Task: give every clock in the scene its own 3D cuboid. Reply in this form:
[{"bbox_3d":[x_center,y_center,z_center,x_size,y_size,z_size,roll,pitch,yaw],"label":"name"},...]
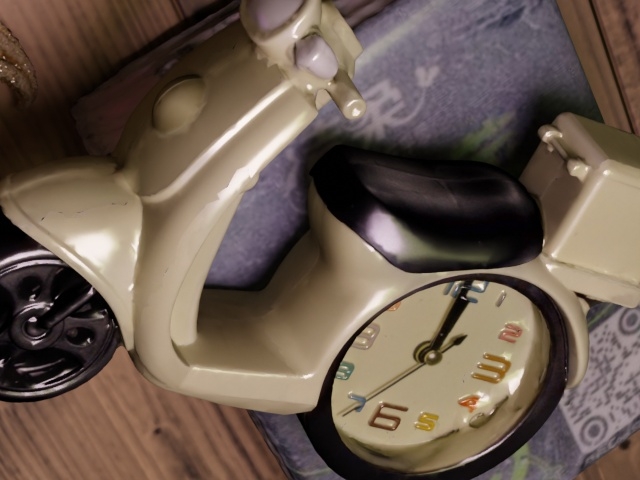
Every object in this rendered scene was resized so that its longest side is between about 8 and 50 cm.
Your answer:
[{"bbox_3d":[0.000,0.000,1.056,0.379,0.120,0.276,18,114,-33],"label":"clock"}]

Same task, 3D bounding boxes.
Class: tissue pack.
[{"bbox_3d":[0.058,0.009,1.225,0.288,0.124,0.394,-34,125,-8],"label":"tissue pack"}]

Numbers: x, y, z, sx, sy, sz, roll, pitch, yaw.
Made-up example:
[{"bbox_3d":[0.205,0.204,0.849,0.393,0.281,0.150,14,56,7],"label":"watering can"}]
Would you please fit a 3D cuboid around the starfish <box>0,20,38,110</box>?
[{"bbox_3d":[-0.258,-0.113,1.056,0.240,0.043,0.227,20,108,-36],"label":"starfish"}]
